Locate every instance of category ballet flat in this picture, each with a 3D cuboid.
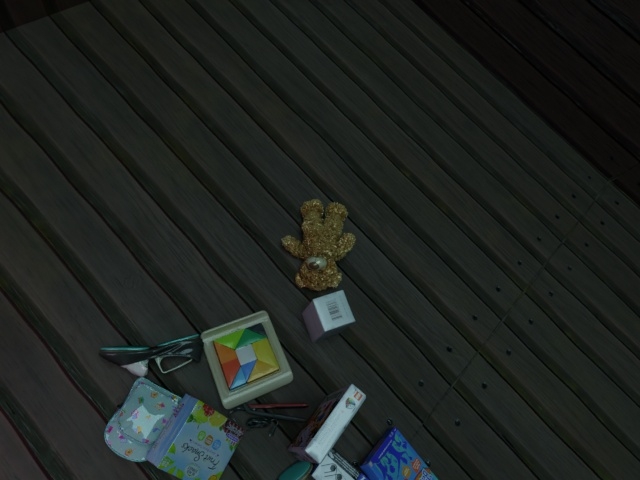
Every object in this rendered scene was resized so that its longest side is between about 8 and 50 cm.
[{"bbox_3d":[-0.104,0.690,1.190,0.206,0.073,0.067,-26,103,-21],"label":"ballet flat"},{"bbox_3d":[-0.473,0.332,1.227,0.280,0.095,0.096,-5,80,-17],"label":"ballet flat"}]

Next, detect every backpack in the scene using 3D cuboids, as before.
[{"bbox_3d":[-0.463,0.477,1.137,0.165,0.144,0.189,32,66,-6],"label":"backpack"}]

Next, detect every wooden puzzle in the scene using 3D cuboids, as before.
[{"bbox_3d":[-0.221,0.350,1.304,0.220,0.044,0.239,-17,68,-21],"label":"wooden puzzle"}]

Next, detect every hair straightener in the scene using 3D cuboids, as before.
[{"bbox_3d":[-0.149,0.512,1.241,0.230,0.047,0.089,3,62,-4],"label":"hair straightener"}]

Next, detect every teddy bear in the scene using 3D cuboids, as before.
[{"bbox_3d":[0.000,0.000,1.488,0.245,0.113,0.338,26,63,0],"label":"teddy bear"}]

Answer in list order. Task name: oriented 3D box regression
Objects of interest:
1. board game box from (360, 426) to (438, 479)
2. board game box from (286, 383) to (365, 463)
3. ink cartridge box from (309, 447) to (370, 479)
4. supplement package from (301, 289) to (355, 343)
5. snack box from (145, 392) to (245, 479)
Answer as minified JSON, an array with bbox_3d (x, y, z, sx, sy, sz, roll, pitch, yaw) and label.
[{"bbox_3d":[0.236,0.684,1.259,0.210,0.047,0.160,50,45,8],"label":"board game box"},{"bbox_3d":[0.008,0.495,1.161,0.053,0.305,0.193,40,62,7],"label":"board game box"},{"bbox_3d":[0.076,0.696,1.236,0.207,0.046,0.097,41,64,4],"label":"ink cartridge box"},{"bbox_3d":[0.021,0.239,1.347,0.105,0.179,0.105,-16,72,-20],"label":"supplement package"},{"bbox_3d":[-0.318,0.529,1.128,0.207,0.070,0.175,54,55,-36],"label":"snack box"}]
